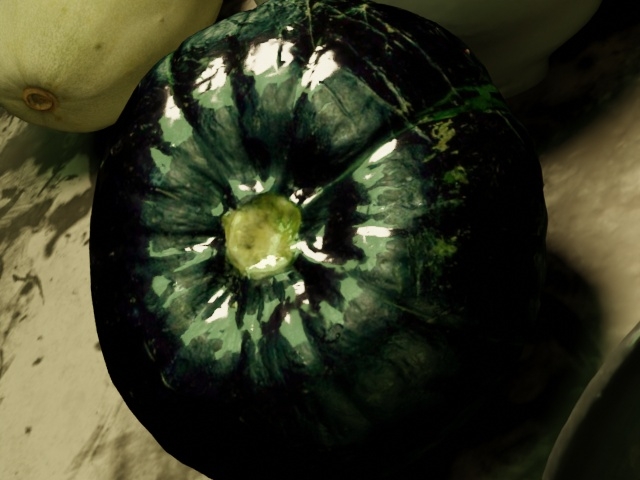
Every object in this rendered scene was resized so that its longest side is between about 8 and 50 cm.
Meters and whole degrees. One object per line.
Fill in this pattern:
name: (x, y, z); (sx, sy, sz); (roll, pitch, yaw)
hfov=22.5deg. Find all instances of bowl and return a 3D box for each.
bowl: (0.092, -0.178, 1.183); (0.289, 0.146, 0.289); (-14, 21, 5)

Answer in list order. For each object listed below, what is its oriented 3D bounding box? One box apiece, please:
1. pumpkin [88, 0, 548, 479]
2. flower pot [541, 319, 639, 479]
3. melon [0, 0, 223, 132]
pumpkin: (0.000, 0.000, 1.027); (0.315, 0.238, 0.315); (-2, 85, 27)
flower pot: (0.231, 0.111, 0.716); (0.235, 0.235, 0.148); (-45, 52, 1)
melon: (-0.221, -0.253, 1.554); (0.308, 0.272, 0.272); (-50, 33, -14)
